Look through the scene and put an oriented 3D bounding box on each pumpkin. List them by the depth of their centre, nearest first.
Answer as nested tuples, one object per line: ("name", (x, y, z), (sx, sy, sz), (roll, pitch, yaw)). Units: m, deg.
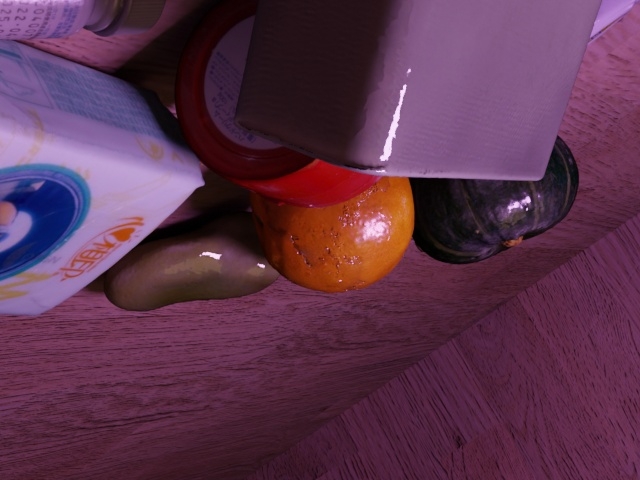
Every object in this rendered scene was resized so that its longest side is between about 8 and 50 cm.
("pumpkin", (0.283, -0.083, 1.771), (0.300, 0.207, 0.300), (-25, 176, -2))

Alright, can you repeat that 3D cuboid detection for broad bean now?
("broad bean", (-0.192, 0.035, 1.563), (0.263, 0.121, 0.189), (-9, 163, -10))

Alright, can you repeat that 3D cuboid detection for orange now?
("orange", (0.015, -0.045, 1.428), (0.240, 0.240, 0.240), (-26, 161, -9))

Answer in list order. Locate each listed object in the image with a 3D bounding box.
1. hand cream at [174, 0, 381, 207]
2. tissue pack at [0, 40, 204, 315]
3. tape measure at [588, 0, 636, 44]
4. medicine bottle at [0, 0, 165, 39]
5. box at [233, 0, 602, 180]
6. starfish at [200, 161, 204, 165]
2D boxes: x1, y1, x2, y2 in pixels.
("hand cream", (-0.028, -0.152, 1.103), (0.230, 0.230, 0.149), (-33, 161, 13))
("tissue pack", (-0.337, -0.055, 1.003), (0.287, 0.162, 0.388), (-36, 159, 20))
("tape measure", (0.261, -0.256, 1.156), (0.196, 0.105, 0.178), (-36, 178, 15))
("medicine bottle", (-0.218, -0.214, 0.845), (0.168, 0.105, 0.105), (-11, 155, -41))
("box", (0.113, -0.235, 0.896), (0.352, 0.177, 0.343), (-3, 111, -54))
("starfish", (-0.176, -0.108, 1.283), (0.133, 0.041, 0.130), (-34, 171, -6))
